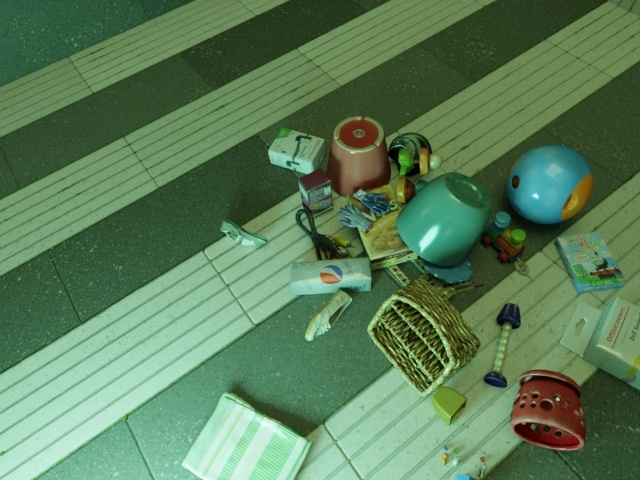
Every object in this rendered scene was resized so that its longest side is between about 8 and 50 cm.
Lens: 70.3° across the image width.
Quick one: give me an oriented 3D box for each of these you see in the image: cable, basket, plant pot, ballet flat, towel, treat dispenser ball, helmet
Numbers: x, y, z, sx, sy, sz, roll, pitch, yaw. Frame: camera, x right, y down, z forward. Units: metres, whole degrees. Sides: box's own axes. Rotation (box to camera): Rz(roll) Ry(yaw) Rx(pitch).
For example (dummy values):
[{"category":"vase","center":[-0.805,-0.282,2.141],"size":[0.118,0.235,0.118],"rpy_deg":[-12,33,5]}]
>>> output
[{"category":"cable","center":[0.000,0.000,1.735],"size":[0.287,0.072,0.140],"rpy_deg":[40,104,30]},{"category":"basket","center":[0.316,0.297,1.432],"size":[0.223,0.214,0.299],"rpy_deg":[-31,60,-15]},{"category":"plant pot","center":[0.385,0.494,1.384],"size":[0.081,0.082,0.083],"rpy_deg":[-40,54,-19]},{"category":"ballet flat","center":[-0.301,-0.016,1.777],"size":[0.213,0.072,0.068],"rpy_deg":[26,91,20]},{"category":"towel","center":[-0.218,0.637,1.368],"size":[0.324,0.038,0.248],"rpy_deg":[22,63,17]},{"category":"treat dispenser ball","center":[0.829,-0.203,1.661],"size":[0.288,0.288,0.288],"rpy_deg":[-2,58,3]},{"category":"helmet","center":[0.370,-0.365,1.876],"size":[0.169,0.169,0.162],"rpy_deg":[-22,75,-9]},{"category":"plant pot","center":[0.154,-0.345,1.832],"size":[0.274,0.243,0.275],"rpy_deg":[-2,57,3]},{"category":"plant pot","center":[0.449,-0.093,1.590],"size":[0.292,0.235,0.293],"rpy_deg":[14,44,-14]},{"category":"plant pot","center":[0.656,0.481,1.306],"size":[0.191,0.191,0.174],"rpy_deg":[17,55,15]}]

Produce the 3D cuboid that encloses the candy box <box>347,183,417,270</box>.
[{"category":"candy box","center":[0.230,-0.055,1.729],"size":[0.182,0.088,0.317],"rpy_deg":[-15,56,-4]}]

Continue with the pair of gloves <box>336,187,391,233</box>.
[{"category":"pair of gloves","center":[0.165,-0.117,1.712],"size":[0.159,0.023,0.198],"rpy_deg":[36,69,27]}]

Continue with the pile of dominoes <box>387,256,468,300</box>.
[{"category":"pile of dominoes","center":[0.387,0.113,1.645],"size":[0.196,0.040,0.251],"rpy_deg":[-32,61,-15]}]

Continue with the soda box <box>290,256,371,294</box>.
[{"category":"soda box","center":[0.037,0.129,1.630],"size":[0.286,0.098,0.091],"rpy_deg":[-3,58,2]}]

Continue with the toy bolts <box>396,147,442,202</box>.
[{"category":"toy bolts","center":[0.384,-0.215,1.740],"size":[0.158,0.228,0.218],"rpy_deg":[2,60,16]}]

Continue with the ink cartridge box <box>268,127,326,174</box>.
[{"category":"ink cartridge box","center":[-0.098,-0.386,1.970],"size":[0.208,0.087,0.153],"rpy_deg":[18,62,14]}]

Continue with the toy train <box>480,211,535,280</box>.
[{"category":"toy train","center":[0.695,0.017,1.617],"size":[0.105,0.143,0.248],"rpy_deg":[-30,60,-13]}]

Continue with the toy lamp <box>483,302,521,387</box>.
[{"category":"toy lamp","center":[0.594,0.331,1.469],"size":[0.080,0.080,0.275],"rpy_deg":[16,61,14]}]

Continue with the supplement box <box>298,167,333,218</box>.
[{"category":"supplement box","center":[-0.016,-0.178,1.772],"size":[0.104,0.188,0.081],"rpy_deg":[-27,59,-12]}]

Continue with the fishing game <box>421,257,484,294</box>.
[{"category":"fishing game","center":[0.447,0.090,1.625],"size":[0.189,0.041,0.264],"rpy_deg":[-9,45,-24]}]

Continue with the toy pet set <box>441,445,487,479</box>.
[{"category":"toy pet set","center":[0.407,0.651,1.290],"size":[0.122,0.065,0.114],"rpy_deg":[11,59,12]}]

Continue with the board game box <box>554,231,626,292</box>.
[{"category":"board game box","center":[0.957,0.075,1.622],"size":[0.160,0.039,0.212],"rpy_deg":[-8,57,0]}]

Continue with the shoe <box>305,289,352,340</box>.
[{"category":"shoe","center":[0.028,0.260,1.560],"size":[0.058,0.077,0.219],"rpy_deg":[28,62,26]}]

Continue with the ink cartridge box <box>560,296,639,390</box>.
[{"category":"ink cartridge box","center":[0.973,0.324,1.416],"size":[0.353,0.119,0.207],"rpy_deg":[30,65,21]}]
